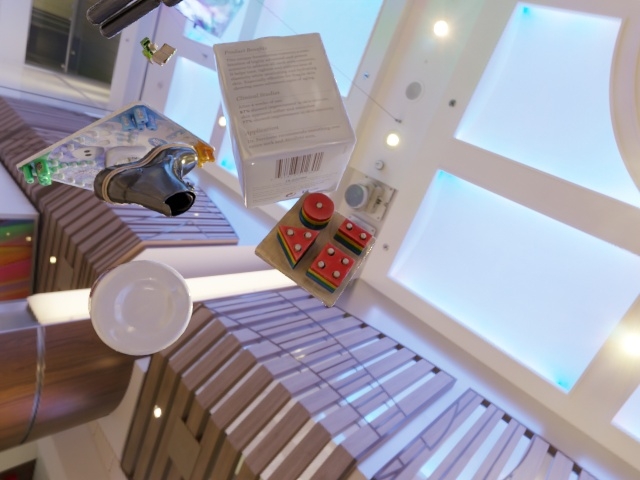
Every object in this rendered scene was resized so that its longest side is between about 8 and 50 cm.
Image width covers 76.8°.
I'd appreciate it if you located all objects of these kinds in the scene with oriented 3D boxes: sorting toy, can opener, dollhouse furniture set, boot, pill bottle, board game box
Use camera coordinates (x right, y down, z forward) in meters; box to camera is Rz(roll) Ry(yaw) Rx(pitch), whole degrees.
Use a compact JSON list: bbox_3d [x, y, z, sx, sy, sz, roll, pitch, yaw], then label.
[{"bbox_3d":[0.000,0.000,1.103,0.255,0.257,0.089,35,-31,4],"label":"sorting toy"},{"bbox_3d":[-0.403,-0.550,0.919,0.283,0.076,0.095,-25,-125,11],"label":"can opener"},{"bbox_3d":[-0.553,-0.637,1.386,0.151,0.058,0.076,35,-103,21],"label":"dollhouse furniture set"},{"bbox_3d":[-0.229,-0.093,0.646,0.137,0.198,0.077,17,-52,19],"label":"boot"},{"bbox_3d":[-0.504,0.170,1.097,0.392,0.224,0.224,-9,-94,59],"label":"pill bottle"},{"bbox_3d":[-0.556,-0.225,1.177,0.390,0.390,0.050,-23,-99,10],"label":"board game box"}]

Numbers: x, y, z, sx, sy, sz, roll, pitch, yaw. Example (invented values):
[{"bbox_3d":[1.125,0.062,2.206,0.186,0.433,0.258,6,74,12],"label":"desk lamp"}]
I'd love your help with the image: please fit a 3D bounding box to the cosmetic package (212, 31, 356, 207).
[{"bbox_3d":[-0.122,-0.365,1.266,0.327,0.329,0.394,113,-36,-70],"label":"cosmetic package"}]
